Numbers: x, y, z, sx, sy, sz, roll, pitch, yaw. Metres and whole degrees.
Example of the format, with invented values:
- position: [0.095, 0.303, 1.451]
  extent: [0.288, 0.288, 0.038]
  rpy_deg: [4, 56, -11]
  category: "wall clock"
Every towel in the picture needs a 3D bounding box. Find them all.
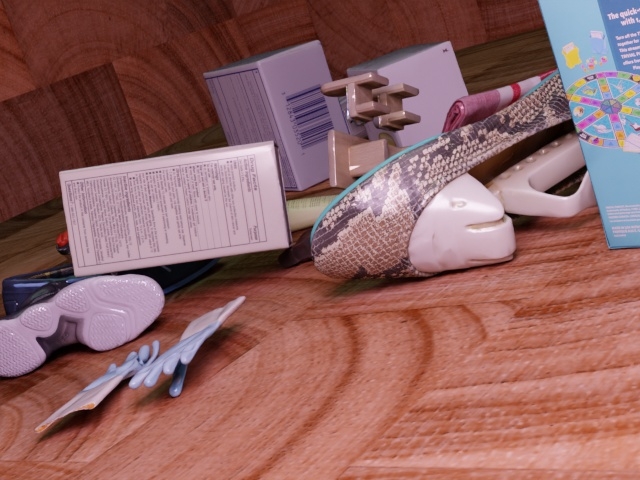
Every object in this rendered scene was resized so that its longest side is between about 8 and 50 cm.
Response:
- position: [0.316, -0.193, 1.725]
  extent: [0.329, 0.037, 0.237]
  rpy_deg: [-20, -20, -19]
  category: "towel"

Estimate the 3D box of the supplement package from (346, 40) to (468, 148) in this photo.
- position: [0.169, -0.250, 2.118]
  extent: [0.149, 0.194, 0.203]
  rpy_deg: [-22, 12, -11]
  category: "supplement package"

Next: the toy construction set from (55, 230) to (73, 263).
- position: [-0.336, -0.027, 2.019]
  extent: [0.215, 0.151, 0.328]
  rpy_deg: [-54, 20, -26]
  category: "toy construction set"

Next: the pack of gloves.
- position: [-0.191, 0.153, 1.315]
  extent: [0.195, 0.046, 0.232]
  rpy_deg: [-27, 6, 18]
  category: "pack of gloves"

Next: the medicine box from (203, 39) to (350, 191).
- position: [-0.084, -0.247, 2.325]
  extent: [0.149, 0.263, 0.289]
  rpy_deg: [-24, 14, -24]
  category: "medicine box"

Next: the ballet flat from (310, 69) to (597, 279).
- position: [0.221, -0.069, 1.364]
  extent: [0.483, 0.164, 0.182]
  rpy_deg: [-30, 46, -22]
  category: "ballet flat"

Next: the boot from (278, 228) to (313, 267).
- position: [0.000, 0.000, 1.665]
  extent: [0.106, 0.037, 0.114]
  rpy_deg: [-16, 8, 23]
  category: "boot"

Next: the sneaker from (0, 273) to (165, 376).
- position: [-0.334, 0.095, 1.591]
  extent: [0.268, 0.101, 0.153]
  rpy_deg: [-20, 15, 10]
  category: "sneaker"

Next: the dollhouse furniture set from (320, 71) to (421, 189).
- position: [0.068, -0.091, 1.573]
  extent: [0.161, 0.212, 0.242]
  rpy_deg: [-8, -10, 36]
  category: "dollhouse furniture set"

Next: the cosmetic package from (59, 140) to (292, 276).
- position: [-0.195, -0.044, 1.595]
  extent: [0.296, 0.153, 0.129]
  rpy_deg: [-7, 2, 2]
  category: "cosmetic package"

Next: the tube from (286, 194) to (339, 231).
- position: [-0.048, -0.038, 1.868]
  extent: [0.240, 0.062, 0.070]
  rpy_deg: [-13, 57, 7]
  category: "tube"

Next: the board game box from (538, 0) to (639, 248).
- position: [0.359, -0.163, 1.114]
  extent: [0.079, 0.336, 0.254]
  rpy_deg: [-28, 15, -35]
  category: "board game box"

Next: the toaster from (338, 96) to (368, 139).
- position: [0.016, -0.261, 2.561]
  extent: [0.227, 0.129, 0.146]
  rpy_deg: [-8, 19, 37]
  category: "toaster"

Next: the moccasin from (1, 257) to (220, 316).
- position: [-0.316, 0.045, 1.749]
  extent: [0.342, 0.117, 0.138]
  rpy_deg: [-24, 13, -20]
  category: "moccasin"
